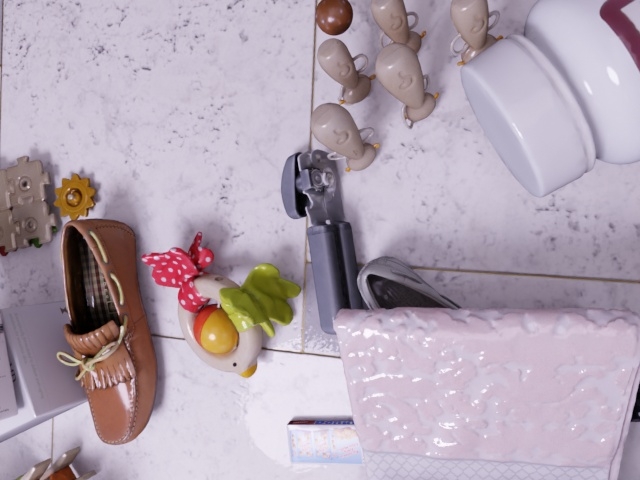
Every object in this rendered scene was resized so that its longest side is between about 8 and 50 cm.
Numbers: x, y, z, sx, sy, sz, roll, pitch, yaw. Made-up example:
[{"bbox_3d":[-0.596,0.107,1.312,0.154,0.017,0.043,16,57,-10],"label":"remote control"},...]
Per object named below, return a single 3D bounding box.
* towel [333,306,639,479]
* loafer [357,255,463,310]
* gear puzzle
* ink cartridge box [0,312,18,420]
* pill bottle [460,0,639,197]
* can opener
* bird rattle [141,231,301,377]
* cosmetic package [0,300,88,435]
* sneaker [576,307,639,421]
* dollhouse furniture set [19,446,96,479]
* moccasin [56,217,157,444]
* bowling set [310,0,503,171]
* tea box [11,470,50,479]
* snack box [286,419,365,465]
[{"bbox_3d":[0.199,0.222,0.591,0.332,0.053,0.317,-3,115,16],"label":"towel"},{"bbox_3d":[0.175,0.147,0.646,0.319,0.111,0.112,40,101,12],"label":"loafer"},{"bbox_3d":[-0.571,-0.066,0.899,0.339,0.044,0.175,-12,86,13],"label":"gear puzzle"},{"bbox_3d":[-0.583,0.178,0.715,0.172,0.100,0.237,-19,80,15],"label":"ink cartridge box"},{"bbox_3d":[0.380,-0.226,0.524,0.392,0.224,0.224,-30,83,15],"label":"pill bottle"},{"bbox_3d":[0.000,0.000,0.729,0.095,0.076,0.283,-9,88,48],"label":"can opener"},{"bbox_3d":[-0.171,0.113,0.744,0.253,0.143,0.207,13,111,18],"label":"bird rattle"},{"bbox_3d":[-0.609,0.272,0.853,0.365,0.155,0.197,-28,80,15],"label":"cosmetic package"},{"bbox_3d":[0.406,0.186,0.595,0.234,0.084,0.097,39,102,12],"label":"sneaker"},{"bbox_3d":[-0.441,0.513,0.755,0.135,0.259,0.262,-41,78,3],"label":"dollhouse furniture set"},{"bbox_3d":[-0.362,0.151,0.783,0.139,0.147,0.380,-3,90,16],"label":"moccasin"},{"bbox_3d":[0.090,-0.260,0.669,0.287,0.154,0.200,-34,63,15],"label":"bowling set"},{"bbox_3d":[-0.627,0.623,0.774,0.329,0.323,0.220,-44,80,12],"label":"tea box"},{"bbox_3d":[0.035,0.317,0.736,0.178,0.022,0.064,-6,90,16],"label":"snack box"}]
